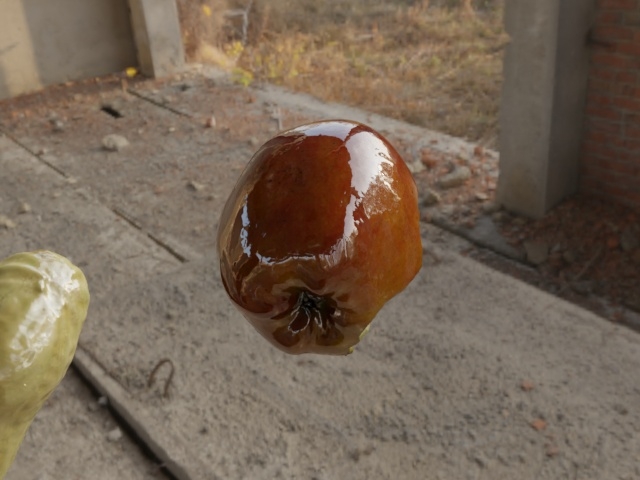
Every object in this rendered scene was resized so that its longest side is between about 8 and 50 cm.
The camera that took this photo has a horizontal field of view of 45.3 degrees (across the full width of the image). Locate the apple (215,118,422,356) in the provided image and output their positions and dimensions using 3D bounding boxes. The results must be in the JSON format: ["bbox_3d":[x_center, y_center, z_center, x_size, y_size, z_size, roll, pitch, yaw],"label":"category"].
[{"bbox_3d":[-0.004,-0.004,0.559,0.156,0.147,0.158,-22,22,20],"label":"apple"}]

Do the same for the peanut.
[{"bbox_3d":[-0.354,0.152,0.810,0.147,0.147,0.319,13,68,30],"label":"peanut"}]
